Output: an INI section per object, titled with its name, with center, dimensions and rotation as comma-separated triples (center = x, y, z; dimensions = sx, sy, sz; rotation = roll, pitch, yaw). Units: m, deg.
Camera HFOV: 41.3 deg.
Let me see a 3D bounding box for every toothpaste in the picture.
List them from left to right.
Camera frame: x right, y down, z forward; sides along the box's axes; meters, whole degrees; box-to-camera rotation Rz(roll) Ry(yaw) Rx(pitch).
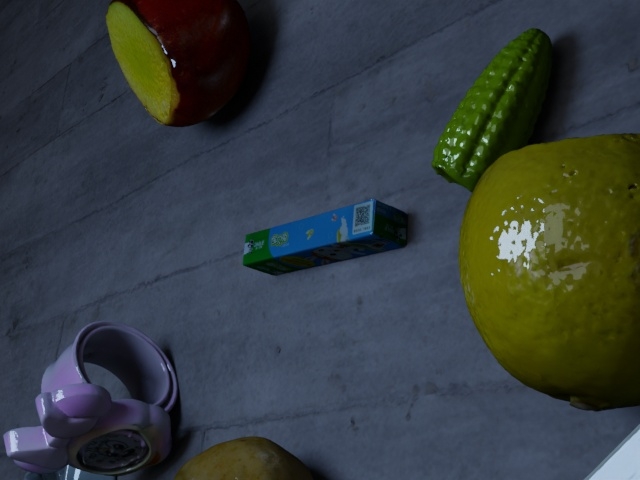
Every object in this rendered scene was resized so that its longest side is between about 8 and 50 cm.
[toothpaste]
center = 0.000, 0.000, 1.173
dimensions = 0.266, 0.065, 0.050
rotation = -14, 65, 45

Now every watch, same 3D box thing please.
[watch]
center = -0.353, 0.242, 1.322
dimensions = 0.211, 0.248, 0.218
rotation = -45, 41, 27

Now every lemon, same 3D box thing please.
[lemon]
center = 0.240, 0.037, 0.740
dimensions = 0.240, 0.240, 0.219
rotation = -12, 71, 46

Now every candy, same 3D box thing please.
[candy]
center = 0.209, -0.151, 0.986
dimensions = 0.096, 0.096, 0.210
rotation = 25, 87, 52

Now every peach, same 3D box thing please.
[peach]
center = -0.235, -0.333, 1.470
dimensions = 0.245, 0.249, 0.275
rotation = -37, 47, 1

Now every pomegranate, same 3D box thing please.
[pomegranate]
center = -0.090, 0.335, 1.026
dimensions = 0.196, 0.196, 0.196
rotation = -25, 55, 41

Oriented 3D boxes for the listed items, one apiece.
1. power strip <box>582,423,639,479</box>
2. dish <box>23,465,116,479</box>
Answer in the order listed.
[power strip]
center = 0.269, 0.221, 0.721
dimensions = 0.338, 0.098, 0.058
rotation = -53, 42, 18
[dish]
center = -0.451, 0.440, 1.474
dimensions = 0.243, 0.080, 0.182
rotation = -25, 54, 40
